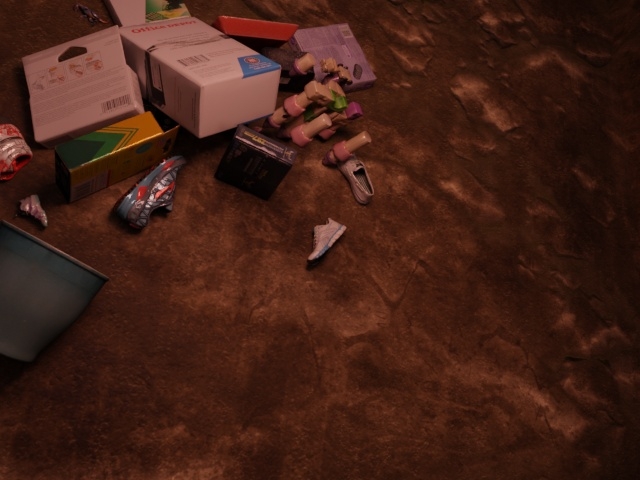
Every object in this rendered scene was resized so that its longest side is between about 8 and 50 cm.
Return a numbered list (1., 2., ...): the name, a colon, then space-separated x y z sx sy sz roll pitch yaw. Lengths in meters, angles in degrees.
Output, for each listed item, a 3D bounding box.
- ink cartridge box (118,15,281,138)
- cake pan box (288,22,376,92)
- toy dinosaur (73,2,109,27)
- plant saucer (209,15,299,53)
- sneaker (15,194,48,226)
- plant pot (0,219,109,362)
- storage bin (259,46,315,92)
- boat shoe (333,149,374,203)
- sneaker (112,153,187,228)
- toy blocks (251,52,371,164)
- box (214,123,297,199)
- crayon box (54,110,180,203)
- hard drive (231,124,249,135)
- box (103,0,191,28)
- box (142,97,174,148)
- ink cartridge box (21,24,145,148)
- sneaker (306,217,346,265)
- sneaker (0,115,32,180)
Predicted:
1. ink cartridge box: -0.355 -0.482 1.618 0.395 0.166 0.285 37 44 26
2. cake pan box: 0.040 -0.655 2.030 0.246 0.070 0.266 -21 80 -31
3. toy dinosaur: -0.719 -0.699 1.741 0.082 0.047 0.090 52 26 12
4. plant saucer: -0.234 -0.648 1.814 0.259 0.258 0.047 -3 94 -25
5. sneaker: -0.756 -0.068 1.468 0.069 0.038 0.098 -22 71 -28
6. plant pot: -0.681 0.130 1.307 0.272 0.272 0.255 31 76 -10
7. storage bin: -0.122 -0.569 1.891 0.180 0.122 0.084 -2 71 -25
8. boat shoe: 0.122 -0.236 1.895 0.083 0.076 0.226 -24 81 -30
9. sneaker: -0.462 -0.136 1.604 0.125 0.104 0.262 49 62 -20
10. toy blocks: -0.040 -0.403 1.815 0.289 0.260 0.308 8 62 -52
11. box: -0.195 -0.224 1.660 0.183 0.233 0.059 24 60 -15
12. crayon box: -0.550 -0.234 1.528 0.318 0.202 0.081 -31 85 -31
13. hard drive: -0.249 -0.340 1.762 0.022 0.094 0.135 -18 78 -28
14. box: -0.580 -0.793 1.816 0.232 0.058 0.322 -24 82 -29
15. box: -0.532 -0.378 1.681 0.191 0.045 0.184 10 68 -20
16. ink cartridge box: -0.652 -0.420 1.549 0.296 0.066 0.261 -17 77 5
17. sneaker: 0.000 0.000 1.761 0.083 0.071 0.190 39 51 2
18. sneaker: -0.882 -0.206 1.433 0.270 0.090 0.145 -36 84 -33
